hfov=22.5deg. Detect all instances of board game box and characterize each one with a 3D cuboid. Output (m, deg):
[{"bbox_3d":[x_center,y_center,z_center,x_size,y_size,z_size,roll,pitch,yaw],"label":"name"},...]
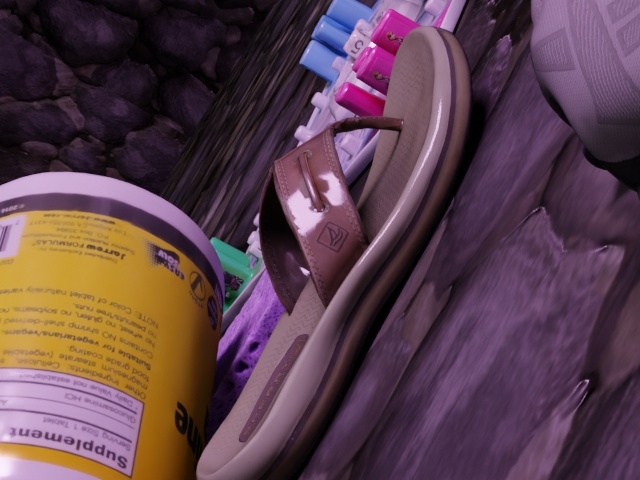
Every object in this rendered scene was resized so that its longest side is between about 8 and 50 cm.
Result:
[{"bbox_3d":[0.033,-0.158,1.357,0.390,0.050,0.390,-48,14,51],"label":"board game box"}]

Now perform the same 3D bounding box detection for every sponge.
[{"bbox_3d":[-0.064,0.100,1.110,0.210,0.031,0.117,-57,9,15],"label":"sponge"}]

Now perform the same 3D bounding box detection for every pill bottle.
[{"bbox_3d":[-0.164,0.134,0.965,0.188,0.188,0.334,-52,23,41],"label":"pill bottle"}]

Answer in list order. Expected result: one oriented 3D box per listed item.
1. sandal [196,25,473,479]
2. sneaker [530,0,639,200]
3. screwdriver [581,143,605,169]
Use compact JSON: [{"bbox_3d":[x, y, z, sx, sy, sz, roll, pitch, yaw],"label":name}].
[{"bbox_3d":[0.000,0.001,0.893,0.303,0.086,0.120,-62,9,-18],"label":"sandal"},{"bbox_3d":[0.121,-0.050,0.427,0.271,0.100,0.108,-116,24,-72],"label":"sneaker"},{"bbox_3d":[0.141,-0.088,0.650,0.170,0.025,0.024,-55,4,-37],"label":"screwdriver"}]
